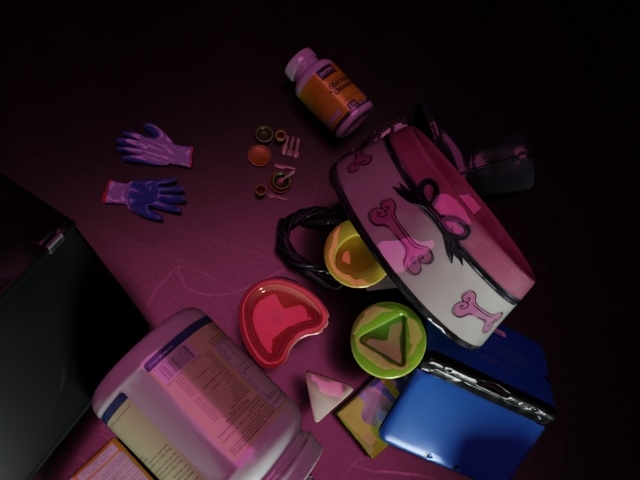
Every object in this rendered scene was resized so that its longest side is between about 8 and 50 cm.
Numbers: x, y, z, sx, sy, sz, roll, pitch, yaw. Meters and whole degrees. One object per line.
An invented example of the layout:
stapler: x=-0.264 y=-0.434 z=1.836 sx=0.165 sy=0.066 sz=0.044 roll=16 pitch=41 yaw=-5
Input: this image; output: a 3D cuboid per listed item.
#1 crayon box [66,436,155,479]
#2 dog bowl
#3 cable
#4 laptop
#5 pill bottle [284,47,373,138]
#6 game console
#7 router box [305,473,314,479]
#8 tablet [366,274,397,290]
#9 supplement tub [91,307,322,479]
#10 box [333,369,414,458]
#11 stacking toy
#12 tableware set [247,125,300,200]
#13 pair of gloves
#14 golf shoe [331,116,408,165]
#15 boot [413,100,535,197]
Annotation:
crayon box: x=-0.307 y=0.513 z=0.950 sx=0.323 sy=0.083 sz=0.203 roll=45 pitch=61 yaw=5
dog bowl: x=0.206 y=-0.023 z=1.015 sx=0.150 sy=0.408 sz=0.408 roll=-40 pitch=83 yaw=18
cable: x=0.000 y=0.000 z=1.171 sx=0.184 sy=0.047 sz=0.150 roll=34 pitch=73 yaw=2
laptop: x=-0.525 y=0.126 z=0.852 sx=0.408 sy=0.236 sz=0.382 roll=33 pitch=58 yaw=0
pill bottle: x=0.014 y=-0.309 z=1.225 sx=0.103 sy=0.103 sz=0.184 roll=-42 pitch=85 yaw=-16
game console: x=0.276 y=0.281 z=1.120 sx=0.293 sy=0.173 sz=0.250 roll=27 pitch=40 yaw=-15
router box: x=-0.029 y=0.466 z=1.019 sx=0.038 sy=0.092 sz=0.122 roll=-5 pitch=76 yaw=-10
tablet: x=0.129 y=0.072 z=1.193 sx=0.083 sy=0.006 sz=0.054 roll=-5 pitch=76 yaw=-10
supplement tub: x=-0.180 y=0.297 z=0.966 sx=0.325 sy=0.235 sz=0.235 roll=44 pitch=74 yaw=4
box: x=0.127 y=0.309 z=1.110 sx=0.178 sy=0.042 sz=0.109 roll=-38 pitch=86 yaw=-16
stacking toy: x=0.025 y=0.143 z=1.069 sx=0.309 sy=0.130 sz=0.279 roll=-31 pitch=86 yaw=-3
tableware set: x=-0.100 y=-0.161 z=1.210 sx=0.104 sy=0.024 sz=0.154 roll=12 pitch=74 yaw=-5
pair of gloves: x=-0.338 y=-0.139 z=1.169 sx=0.159 sy=0.023 sz=0.198 roll=9 pitch=75 yaw=-6
golf shoe: x=0.119 y=-0.176 z=1.229 sx=0.198 sy=0.077 sz=0.094 roll=-40 pitch=95 yaw=-9
boot: x=0.328 y=-0.200 z=1.247 sx=0.207 sy=0.094 sz=0.246 roll=-19 pitch=86 yaw=-9
